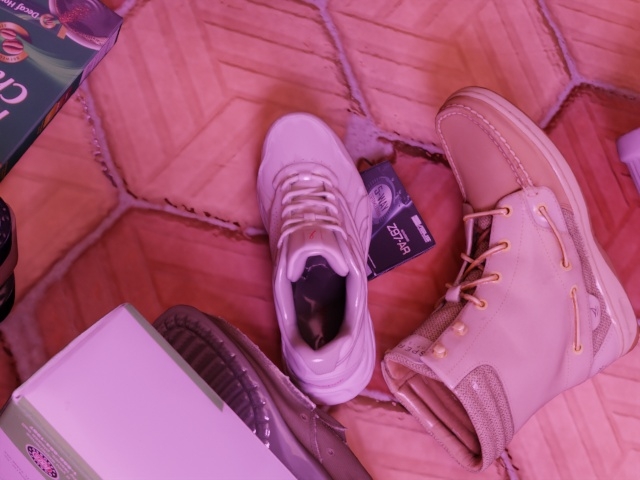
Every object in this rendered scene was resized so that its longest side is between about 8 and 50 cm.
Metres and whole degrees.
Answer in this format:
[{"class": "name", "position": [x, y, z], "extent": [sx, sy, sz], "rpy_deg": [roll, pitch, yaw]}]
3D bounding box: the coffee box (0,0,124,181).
[{"class": "coffee box", "position": [-0.243, -0.130, 0.897], "extent": [0.113, 0.040, 0.184], "rpy_deg": [37, 61, -6]}]

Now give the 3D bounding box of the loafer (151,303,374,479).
[{"class": "loafer", "position": [-0.035, 0.151, 0.862], "extent": [0.251, 0.094, 0.087], "rpy_deg": [51, 18, 9]}]

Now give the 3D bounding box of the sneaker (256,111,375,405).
[{"class": "sneaker", "position": [0.000, 0.000, 0.896], "extent": [0.090, 0.115, 0.232], "rpy_deg": [-10, 72, -1]}]

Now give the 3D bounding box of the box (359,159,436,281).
[{"class": "box", "position": [0.047, -0.017, 0.986], "extent": [0.067, 0.018, 0.083], "rpy_deg": [-25, 81, -27]}]

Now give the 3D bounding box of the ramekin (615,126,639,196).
[{"class": "ramekin", "position": [0.371, -0.069, 1.038], "extent": [0.207, 0.207, 0.109], "rpy_deg": [-15, 86, -26]}]

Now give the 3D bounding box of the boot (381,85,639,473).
[{"class": "boot", "position": [0.121, 0.028, 0.948], "extent": [0.203, 0.095, 0.262], "rpy_deg": [-34, 101, -28]}]

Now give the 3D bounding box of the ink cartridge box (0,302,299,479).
[{"class": "ink cartridge box", "position": [-0.126, 0.153, 0.739], "extent": [0.160, 0.219, 0.092], "rpy_deg": [47, 58, -1]}]

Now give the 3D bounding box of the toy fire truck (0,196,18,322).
[{"class": "toy fire truck", "position": [-0.344, 0.006, 0.756], "extent": [0.246, 0.158, 0.217], "rpy_deg": [32, 62, 5]}]
